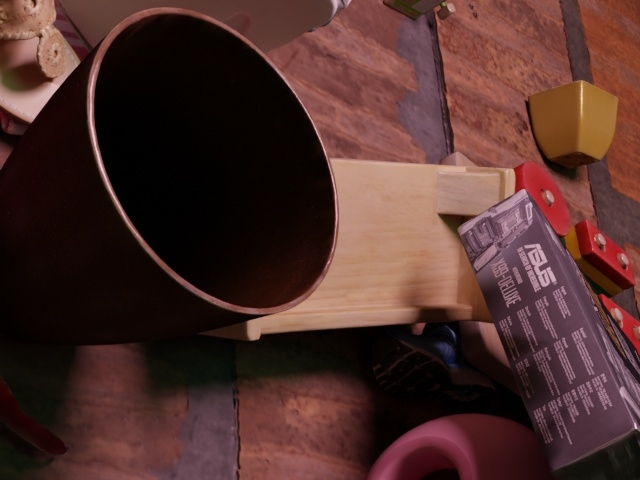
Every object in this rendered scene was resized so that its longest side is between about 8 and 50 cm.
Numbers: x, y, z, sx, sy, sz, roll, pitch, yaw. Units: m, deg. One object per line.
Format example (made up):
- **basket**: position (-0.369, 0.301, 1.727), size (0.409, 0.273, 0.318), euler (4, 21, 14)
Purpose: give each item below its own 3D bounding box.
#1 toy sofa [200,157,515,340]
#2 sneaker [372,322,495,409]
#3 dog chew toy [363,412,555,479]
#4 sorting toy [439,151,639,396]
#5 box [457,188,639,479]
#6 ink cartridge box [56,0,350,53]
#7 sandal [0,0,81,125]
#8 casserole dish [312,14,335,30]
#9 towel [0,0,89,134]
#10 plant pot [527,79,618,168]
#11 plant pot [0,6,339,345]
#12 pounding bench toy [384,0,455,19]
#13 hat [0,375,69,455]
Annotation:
- **toy sofa**: position (0.000, 0.000, 1.207), size (0.362, 0.177, 0.150), euler (0, 94, -48)
- **sneaker**: position (0.099, 0.111, 1.310), size (0.162, 0.063, 0.073), euler (27, 39, -47)
- **dog chew toy**: position (0.174, 0.286, 1.184), size (0.332, 0.206, 0.207), euler (40, 43, -38)
- **sorting toy**: position (0.245, 0.050, 1.431), size (0.255, 0.089, 0.257), euler (34, 39, -37)
- **box**: position (0.231, 0.135, 1.146), size (0.242, 0.076, 0.307), euler (51, 15, -33)
- **ink cartridge box**: position (-0.057, -0.266, 1.179), size (0.131, 0.226, 0.306), euler (54, 32, -19)
- **sandal**: position (-0.248, -0.189, 1.038), size (0.088, 0.079, 0.240), euler (-39, 92, -35)
- **casserole dish**: position (-0.026, -0.307, 1.417), size (0.114, 0.037, 0.188), euler (7, 63, -47)
- **towel**: position (-0.218, -0.173, 1.131), size (0.144, 0.029, 0.197), euler (-1, 70, -48)
- **plant pot**: position (0.305, -0.134, 1.658), size (0.081, 0.081, 0.083), euler (17, 69, -42)
- **plant pot**: position (-0.143, -0.015, 0.962), size (0.215, 0.230, 0.215), euler (26, 52, -38)
- **pounding bench toy**: position (0.115, -0.291, 1.551), size (0.083, 0.052, 0.065), euler (20, 55, -41)
- **hat**: position (-0.296, 0.086, 0.897), size (0.208, 0.183, 0.173), euler (17, 34, 14)
